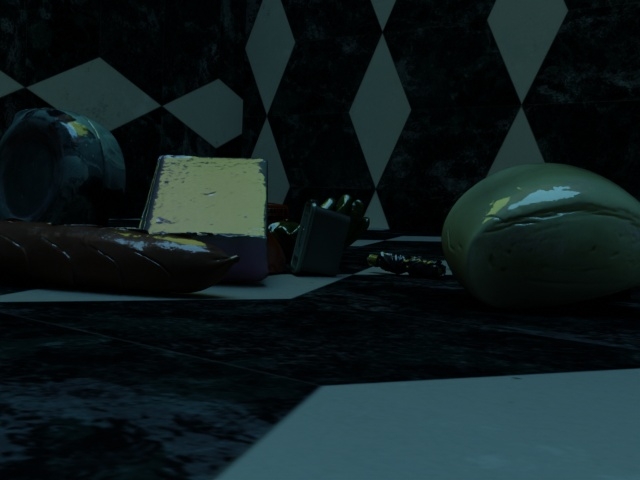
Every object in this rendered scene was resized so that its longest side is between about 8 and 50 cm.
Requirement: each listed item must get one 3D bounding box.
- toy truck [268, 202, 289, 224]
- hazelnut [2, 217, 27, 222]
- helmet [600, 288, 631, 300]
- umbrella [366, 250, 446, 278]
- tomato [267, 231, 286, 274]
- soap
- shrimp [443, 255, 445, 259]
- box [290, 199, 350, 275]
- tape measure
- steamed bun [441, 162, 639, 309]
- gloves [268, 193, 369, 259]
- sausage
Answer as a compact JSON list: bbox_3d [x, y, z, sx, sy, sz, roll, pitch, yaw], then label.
[{"bbox_3d":[-0.155,-0.029,1.766,0.107,0.114,0.253,5,3,20],"label":"toy truck"},{"bbox_3d":[-0.440,0.009,1.231,0.086,0.086,0.086,2,3,0],"label":"hazelnut"},{"bbox_3d":[0.377,0.045,1.184,0.123,0.070,0.098,2,3,-33],"label":"helmet"},{"bbox_3d":[0.141,0.040,1.409,0.144,0.037,0.040,9,20,40],"label":"umbrella"},{"bbox_3d":[-0.162,0.009,1.377,0.225,0.085,0.225,5,2,0],"label":"tomato"},{"bbox_3d":[-0.166,-0.038,1.256,0.181,0.081,0.259,0,30,-5],"label":"soap"},{"bbox_3d":[0.328,0.035,1.589,0.161,0.049,0.166,8,4,38],"label":"shrimp"},{"bbox_3d":[0.000,0.000,1.358,0.069,0.122,0.084,14,3,-9],"label":"box"},{"bbox_3d":[-0.468,-0.104,1.501,0.275,0.256,0.147,26,9,34],"label":"tape measure"},{"bbox_3d":[0.282,-0.012,1.060,0.250,0.154,0.200,-12,14,1],"label":"steamed bun"},{"bbox_3d":[-0.036,-0.009,1.609,0.268,0.107,0.135,-15,-4,-3],"label":"gloves"},{"bbox_3d":[-0.310,0.020,1.058,0.433,0.087,0.088,2,3,14],"label":"sausage"}]
